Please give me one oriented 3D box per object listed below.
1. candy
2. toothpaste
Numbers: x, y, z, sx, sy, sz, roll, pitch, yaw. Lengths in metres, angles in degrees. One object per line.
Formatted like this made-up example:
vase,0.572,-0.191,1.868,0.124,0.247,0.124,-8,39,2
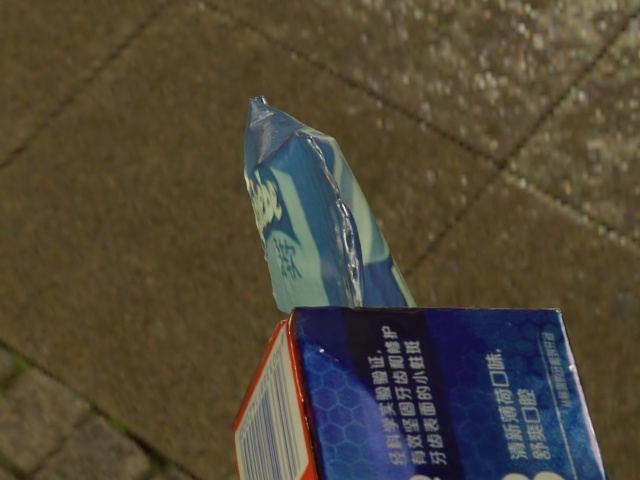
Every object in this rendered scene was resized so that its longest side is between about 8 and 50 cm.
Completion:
candy,0.000,0.000,1.305,0.077,0.331,0.187,-21,99,-6
toothpaste,0.044,0.160,0.418,0.076,0.066,0.320,2,54,-17
